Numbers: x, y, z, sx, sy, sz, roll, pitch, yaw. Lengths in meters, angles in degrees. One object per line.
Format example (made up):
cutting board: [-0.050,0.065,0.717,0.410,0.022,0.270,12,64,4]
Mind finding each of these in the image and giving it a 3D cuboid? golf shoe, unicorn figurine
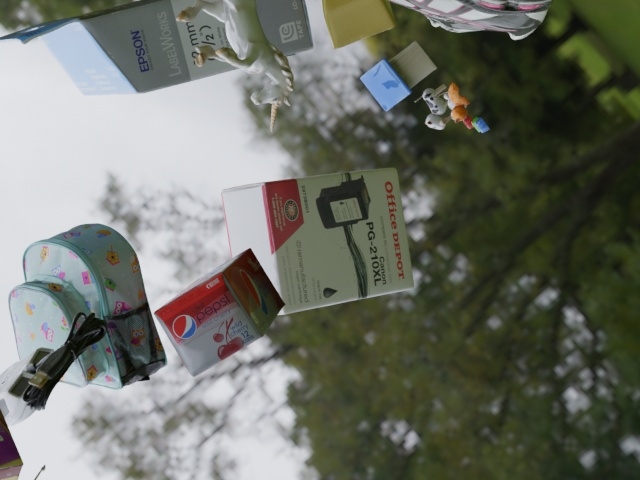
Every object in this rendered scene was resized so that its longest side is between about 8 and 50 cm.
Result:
golf shoe: [0.115,-0.276,1.732,0.273,0.105,0.120,14,152,4]
unicorn figurine: [-0.075,-0.186,1.502,0.111,0.060,0.162,-6,-94,-48]

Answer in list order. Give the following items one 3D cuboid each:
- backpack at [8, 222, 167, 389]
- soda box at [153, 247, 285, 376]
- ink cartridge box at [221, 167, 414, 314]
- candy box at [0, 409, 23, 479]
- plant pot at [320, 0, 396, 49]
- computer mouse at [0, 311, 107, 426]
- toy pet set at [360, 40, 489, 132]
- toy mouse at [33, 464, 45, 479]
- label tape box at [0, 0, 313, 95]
backpack: [-0.284,0.078,1.895,0.144,0.188,0.166,-15,-166,-42]
soda box: [-0.107,0.075,1.774,0.083,0.092,0.263,58,-175,-3]
ink cartridge box: [0.000,0.000,2.112,0.237,0.100,0.172,-9,-89,-41]
candy box: [-0.347,0.145,1.403,0.109,0.053,0.186,-7,-127,-33]
plant pot: [0.034,-0.295,1.915,0.081,0.081,0.083,-102,-12,-50]
computer mouse: [-0.270,0.136,1.509,0.042,0.106,0.193,40,145,-14]
toy pet set: [0.099,-0.134,1.556,0.114,0.065,0.122,51,-178,-4]
toy mouse: [-0.306,0.302,1.468,0.031,0.143,0.161,20,-144,3]
label tape box: [-0.217,-0.242,1.975,0.249,0.348,0.115,11,118,67]
